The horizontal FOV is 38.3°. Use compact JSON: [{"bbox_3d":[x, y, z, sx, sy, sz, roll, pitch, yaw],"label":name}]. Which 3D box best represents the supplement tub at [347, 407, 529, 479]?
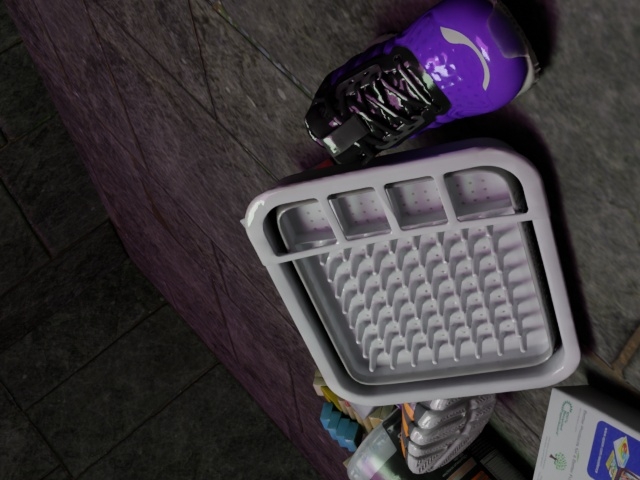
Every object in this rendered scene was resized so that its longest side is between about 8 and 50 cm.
[{"bbox_3d":[0.220,0.411,1.420,0.338,0.207,0.207,46,163,20],"label":"supplement tub"}]

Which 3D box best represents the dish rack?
[{"bbox_3d":[0.104,0.035,0.947,0.072,0.285,0.333,-81,-26,-48],"label":"dish rack"}]

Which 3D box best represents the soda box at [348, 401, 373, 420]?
[{"bbox_3d":[0.091,0.219,1.559,0.098,0.091,0.286,49,163,14],"label":"soda box"}]

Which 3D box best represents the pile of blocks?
[{"bbox_3d":[0.080,0.351,1.770,0.362,0.149,0.113,37,157,41],"label":"pile of blocks"}]

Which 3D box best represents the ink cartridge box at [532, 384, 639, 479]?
[{"bbox_3d":[0.348,0.279,0.905,0.332,0.065,0.166,29,113,56],"label":"ink cartridge box"}]

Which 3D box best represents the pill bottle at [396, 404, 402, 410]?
[{"bbox_3d":[0.140,0.196,1.349,0.193,0.108,0.108,43,162,28],"label":"pill bottle"}]

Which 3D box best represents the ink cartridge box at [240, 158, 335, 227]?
[{"bbox_3d":[0.000,0.000,1.273,0.176,0.127,0.128,53,163,-7],"label":"ink cartridge box"}]

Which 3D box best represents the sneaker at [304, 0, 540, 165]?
[{"bbox_3d":[0.067,-0.122,0.800,0.102,0.146,0.293,55,164,-10],"label":"sneaker"}]

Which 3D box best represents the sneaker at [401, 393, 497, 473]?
[{"bbox_3d":[0.137,0.147,1.202,0.180,0.124,0.321,47,140,41],"label":"sneaker"}]
